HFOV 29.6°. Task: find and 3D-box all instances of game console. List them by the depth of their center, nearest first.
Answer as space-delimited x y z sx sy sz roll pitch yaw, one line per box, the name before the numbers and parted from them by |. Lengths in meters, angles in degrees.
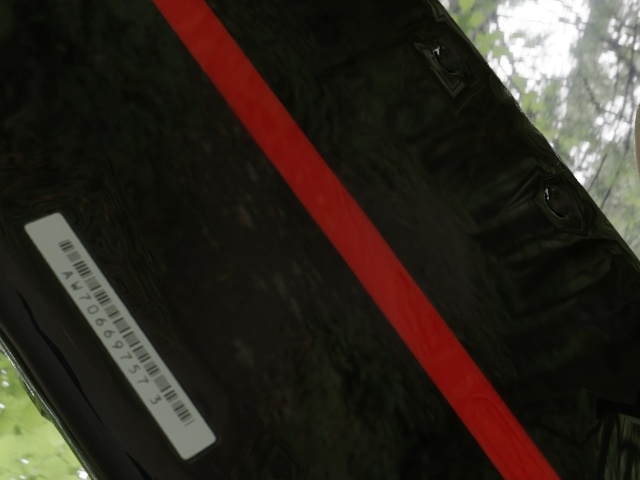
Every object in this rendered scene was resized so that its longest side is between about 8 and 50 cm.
game console | 0.000 0.000 0.551 0.342 0.060 0.386 -29 -101 -45

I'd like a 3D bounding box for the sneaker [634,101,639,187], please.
sneaker | 0.255 0.048 0.759 0.105 0.147 0.295 -8 -120 33
